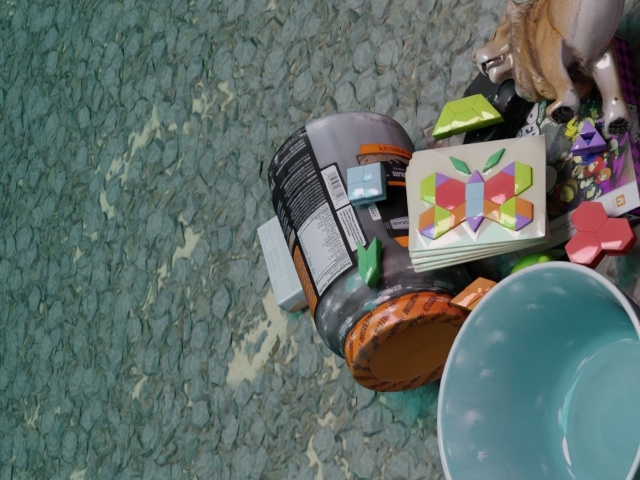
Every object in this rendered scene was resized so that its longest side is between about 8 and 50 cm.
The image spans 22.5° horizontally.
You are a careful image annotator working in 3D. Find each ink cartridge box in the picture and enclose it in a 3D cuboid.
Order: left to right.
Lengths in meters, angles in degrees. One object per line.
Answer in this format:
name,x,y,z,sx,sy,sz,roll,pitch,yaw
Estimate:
ink cartridge box,0.000,0.000,2.319,0.179,0.045,0.145,-31,53,21

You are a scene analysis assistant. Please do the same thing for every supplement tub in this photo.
supplement tub,0.068,0.013,2.072,0.207,0.207,0.338,-48,46,32

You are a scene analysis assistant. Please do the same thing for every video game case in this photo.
video game case,0.300,-0.102,1.948,0.210,0.042,0.232,-28,57,43

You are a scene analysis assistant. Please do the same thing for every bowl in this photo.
bowl,0.292,0.189,1.763,0.311,0.163,0.311,-20,64,48

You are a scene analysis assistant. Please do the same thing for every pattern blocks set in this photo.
pattern blocks set,0.186,-0.046,1.897,0.325,0.026,0.285,-21,59,15

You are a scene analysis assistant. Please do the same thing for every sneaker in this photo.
sneaker,0.207,-0.158,2.011,0.170,0.051,0.089,-58,39,16

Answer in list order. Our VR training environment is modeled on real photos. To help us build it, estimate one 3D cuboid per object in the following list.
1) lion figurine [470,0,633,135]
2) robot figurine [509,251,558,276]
lion figurine,0.295,-0.279,1.788,0.392,0.142,0.240,112,158,-46
robot figurine,0.270,0.060,1.902,0.067,0.101,0.115,-36,57,-12
